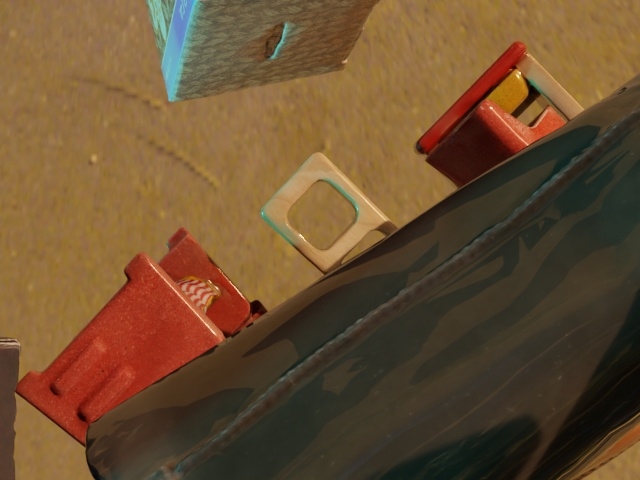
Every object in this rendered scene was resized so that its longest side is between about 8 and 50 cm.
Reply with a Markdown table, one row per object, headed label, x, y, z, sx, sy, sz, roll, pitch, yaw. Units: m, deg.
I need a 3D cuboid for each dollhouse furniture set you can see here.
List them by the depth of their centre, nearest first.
| label | x | y | z | sx | sy | sz | roll | pitch | yaw |
| --- | --- | --- | --- | --- | --- | --- | --- | --- | --- |
| dollhouse furniture set | 0.000 | 0.000 | 1.056 | 0.152 | 0.201 | 0.374 | 44 | 93 | -2 |

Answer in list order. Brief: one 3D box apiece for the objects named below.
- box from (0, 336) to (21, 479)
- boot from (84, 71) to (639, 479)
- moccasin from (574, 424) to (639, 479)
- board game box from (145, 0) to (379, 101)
| label | x | y | z | sx | sy | sz | roll | pitch | yaw |
| --- | --- | --- | --- | --- | --- | --- | --- | --- | --- |
| box | -0.358 | 0.208 | 0.905 | 0.343 | 0.179 | 0.313 | 0 | 91 | -33 |
| boot | 0.117 | 0.067 | 0.717 | 0.445 | 0.367 | 0.146 | -32 | 112 | 0 |
| moccasin | 0.099 | 0.179 | 1.220 | 0.147 | 0.139 | 0.380 | 19 | 133 | -43 |
| board game box | -0.064 | -0.277 | 1.162 | 0.141 | 0.232 | 0.291 | -12 | 80 | -12 |
